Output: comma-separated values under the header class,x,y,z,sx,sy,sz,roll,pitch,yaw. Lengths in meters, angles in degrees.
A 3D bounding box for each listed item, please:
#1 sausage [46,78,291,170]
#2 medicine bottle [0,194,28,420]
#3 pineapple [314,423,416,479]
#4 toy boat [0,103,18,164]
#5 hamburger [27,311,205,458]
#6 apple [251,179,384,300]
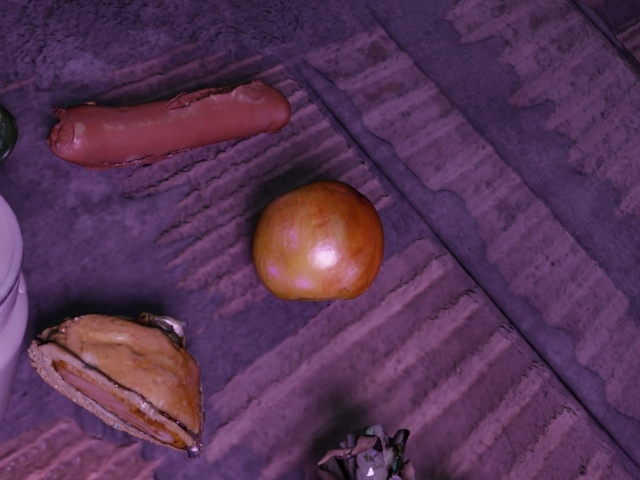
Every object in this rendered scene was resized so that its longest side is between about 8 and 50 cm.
class,x,y,z,sx,sy,sz,roll,pitch,yaw
sausage,-0.152,-0.133,0.839,0.304,0.078,0.078,-17,71,-34
medicine bottle,-0.286,0.064,0.536,0.143,0.258,0.143,13,56,-21
pineapple,0.050,0.295,0.624,0.262,0.262,0.272,9,47,-23
toy boat,-0.386,-0.079,0.698,0.210,0.052,0.104,-31,77,-36
hamburger,-0.167,0.118,0.685,0.176,0.087,0.102,30,41,-1
apple,0.000,0.000,0.796,0.146,0.146,0.147,13,57,-21
